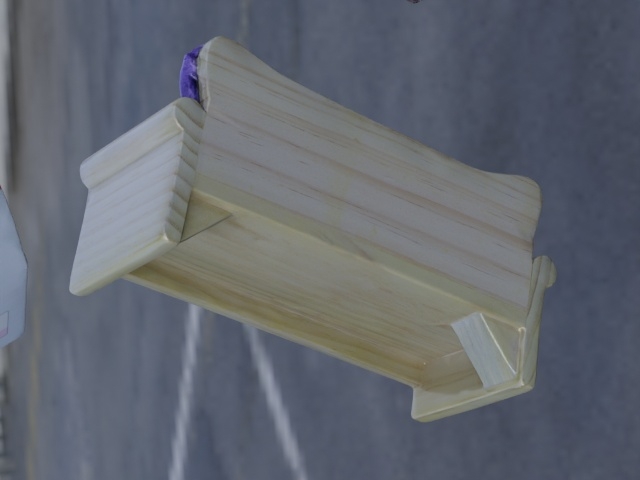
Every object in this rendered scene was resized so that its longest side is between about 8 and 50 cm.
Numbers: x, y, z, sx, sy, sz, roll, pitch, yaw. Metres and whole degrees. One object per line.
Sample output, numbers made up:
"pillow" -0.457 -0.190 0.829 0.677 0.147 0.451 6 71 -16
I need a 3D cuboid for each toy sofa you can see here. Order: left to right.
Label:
"toy sofa" 0.000 0.000 1.468 0.150 0.362 0.177 -27 49 51

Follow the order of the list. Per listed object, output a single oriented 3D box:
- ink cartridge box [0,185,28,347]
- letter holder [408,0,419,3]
"ink cartridge box" -0.280 0.026 1.222 0.066 0.189 0.232 48 150 20
"letter holder" 0.082 -0.383 1.524 0.214 0.152 0.302 30 -133 -64
